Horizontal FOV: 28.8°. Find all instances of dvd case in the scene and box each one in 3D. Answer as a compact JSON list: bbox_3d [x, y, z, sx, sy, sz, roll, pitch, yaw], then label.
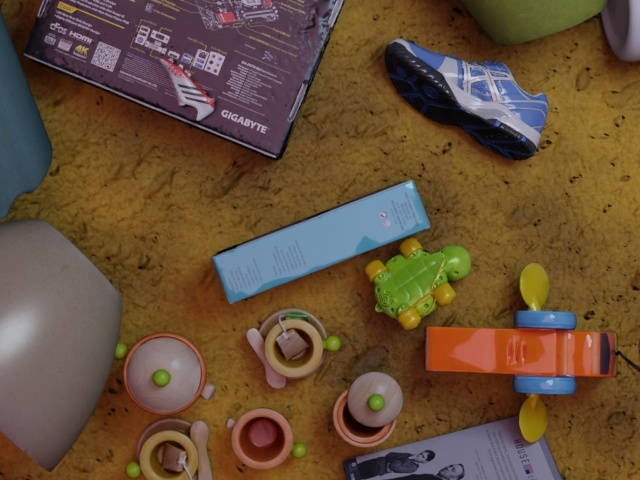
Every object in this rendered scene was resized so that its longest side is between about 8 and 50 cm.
[{"bbox_3d":[0.157,0.296,1.428,0.239,0.179,0.029,-14,130,-1],"label":"dvd case"}]

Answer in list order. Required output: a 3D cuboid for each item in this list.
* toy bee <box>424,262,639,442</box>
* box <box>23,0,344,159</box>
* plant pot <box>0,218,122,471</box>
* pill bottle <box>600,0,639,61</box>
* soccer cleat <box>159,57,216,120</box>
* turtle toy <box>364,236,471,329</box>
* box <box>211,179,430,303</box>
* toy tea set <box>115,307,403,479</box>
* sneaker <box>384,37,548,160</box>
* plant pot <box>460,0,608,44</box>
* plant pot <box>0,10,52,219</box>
[{"bbox_3d":[0.278,0.142,1.441,0.298,0.162,0.195,23,94,25],"label":"toy bee"},{"bbox_3d":[-0.147,-0.268,1.445,0.322,0.079,0.257,22,90,-2],"label":"box"},{"bbox_3d":[-0.330,0.088,1.368,0.284,0.284,0.191,45,77,-2],"label":"plant pot"},{"bbox_3d":[0.463,-0.294,1.416,0.265,0.153,0.153,-8,92,-1],"label":"pill bottle"},{"bbox_3d":[-0.154,-0.170,1.396,0.083,0.029,0.035,43,87,-6],"label":"soccer cleat"},{"bbox_3d":[0.120,0.048,1.462,0.130,0.066,0.095,-33,69,-2],"label":"turtle toy"},{"bbox_3d":[0.000,0.000,1.443,0.244,0.100,0.060,-21,93,0],"label":"box"},{"bbox_3d":[-0.076,0.183,1.435,0.336,0.124,0.200,-12,92,0],"label":"toy tea set"},{"bbox_3d":[0.171,-0.177,1.462,0.211,0.080,0.081,32,69,-2],"label":"sneaker"},{"bbox_3d":[0.209,-0.376,1.373,0.275,0.275,0.293,-22,107,0],"label":"plant pot"},{"bbox_3d":[-0.458,-0.180,1.290,0.341,0.341,0.334,-21,123,0],"label":"plant pot"}]
